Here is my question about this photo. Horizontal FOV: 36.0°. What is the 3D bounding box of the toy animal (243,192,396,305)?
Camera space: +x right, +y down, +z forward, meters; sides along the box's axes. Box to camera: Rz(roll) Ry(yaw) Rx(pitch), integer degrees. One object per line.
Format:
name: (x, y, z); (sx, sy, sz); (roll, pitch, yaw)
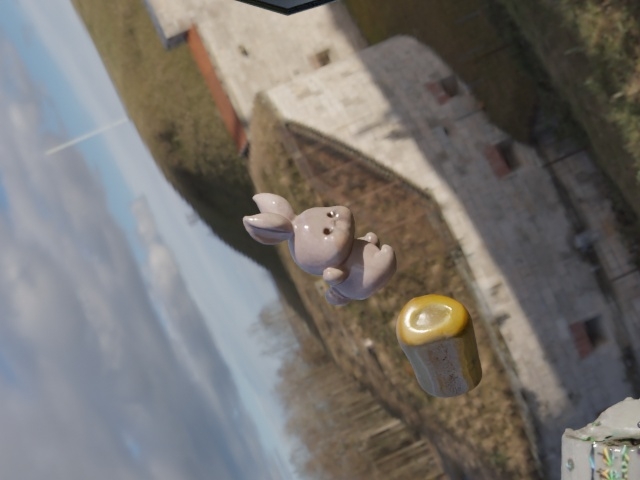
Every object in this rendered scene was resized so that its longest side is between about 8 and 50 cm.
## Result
toy animal: (0.001, -0.002, 1.362); (0.212, 0.124, 0.124); (35, -169, -26)

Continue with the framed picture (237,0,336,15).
framed picture: (-0.027, -0.441, 1.718); (0.184, 0.250, 0.016); (1, -96, -49)

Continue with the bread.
bread: (0.154, 0.137, 1.267); (0.239, 0.093, 0.074); (64, -169, -62)

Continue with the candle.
candle: (0.383, 0.289, 1.184); (0.187, 0.187, 0.330); (108, 165, -85)
